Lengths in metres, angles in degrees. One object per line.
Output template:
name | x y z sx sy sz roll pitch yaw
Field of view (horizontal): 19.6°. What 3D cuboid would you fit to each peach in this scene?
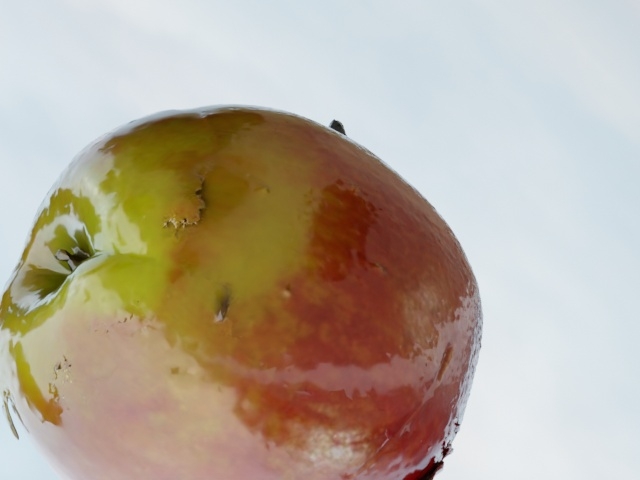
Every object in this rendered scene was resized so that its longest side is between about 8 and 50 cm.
peach | -0.058 0.077 1.420 0.370 0.370 0.370 38 -162 -14

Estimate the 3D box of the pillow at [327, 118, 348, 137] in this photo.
pillow | 0.000 0.000 1.834 0.055 0.208 0.141 -5 -130 -46
